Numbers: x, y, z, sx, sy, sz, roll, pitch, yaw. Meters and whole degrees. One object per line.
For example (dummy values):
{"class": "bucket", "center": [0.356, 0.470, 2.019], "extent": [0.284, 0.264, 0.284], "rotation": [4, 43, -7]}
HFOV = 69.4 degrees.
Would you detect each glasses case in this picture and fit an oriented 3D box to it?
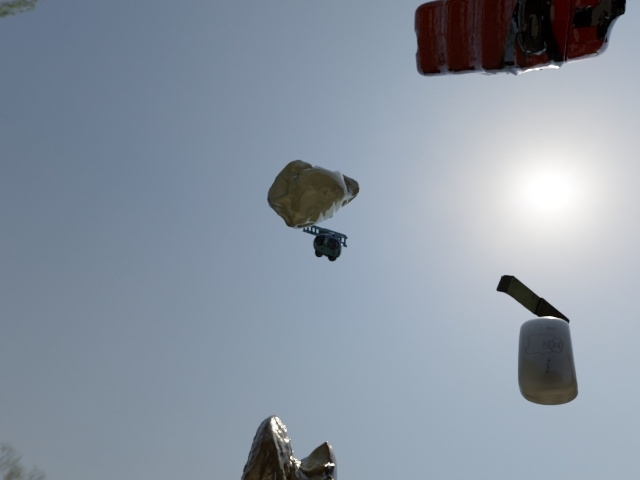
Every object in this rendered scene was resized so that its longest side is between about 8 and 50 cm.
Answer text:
{"class": "glasses case", "center": [0.331, 0.170, 0.679], "extent": [0.074, 0.193, 0.049], "rotation": [-9, -74, 28]}

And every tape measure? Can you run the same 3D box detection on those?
{"class": "tape measure", "center": [0.280, -0.296, 0.653], "extent": [0.260, 0.253, 0.114], "rotation": [-15, -68, -24]}

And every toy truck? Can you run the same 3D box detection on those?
{"class": "toy truck", "center": [0.000, 0.000, 1.223], "extent": [0.136, 0.074, 0.063], "rotation": [19, -46, 18]}

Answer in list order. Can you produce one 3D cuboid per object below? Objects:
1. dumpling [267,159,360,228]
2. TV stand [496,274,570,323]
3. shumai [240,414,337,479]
{"class": "dumpling", "center": [-0.020, -0.100, 0.884], "extent": [0.169, 0.134, 0.100], "rotation": [-36, -25, -4]}
{"class": "TV stand", "center": [0.525, 0.162, 1.136], "extent": [0.256, 0.049, 0.040], "rotation": [32, -13, -28]}
{"class": "shumai", "center": [-0.047, 0.357, 0.647], "extent": [0.153, 0.161, 0.209], "rotation": [14, -86, -5]}
